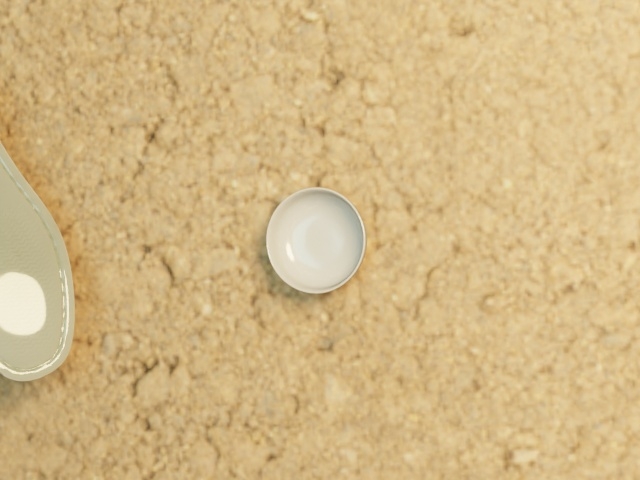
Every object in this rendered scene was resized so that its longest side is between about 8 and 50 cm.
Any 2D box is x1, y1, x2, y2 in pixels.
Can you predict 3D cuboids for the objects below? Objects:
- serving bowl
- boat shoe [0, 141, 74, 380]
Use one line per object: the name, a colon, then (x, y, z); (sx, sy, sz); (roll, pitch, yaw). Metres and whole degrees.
serving bowl: (0.000, 0.000, 1.154); (0.083, 0.027, 0.083); (0, 89, 20)
boat shoe: (-0.294, -0.018, 1.233); (0.114, 0.091, 0.302); (-16, 79, -25)
